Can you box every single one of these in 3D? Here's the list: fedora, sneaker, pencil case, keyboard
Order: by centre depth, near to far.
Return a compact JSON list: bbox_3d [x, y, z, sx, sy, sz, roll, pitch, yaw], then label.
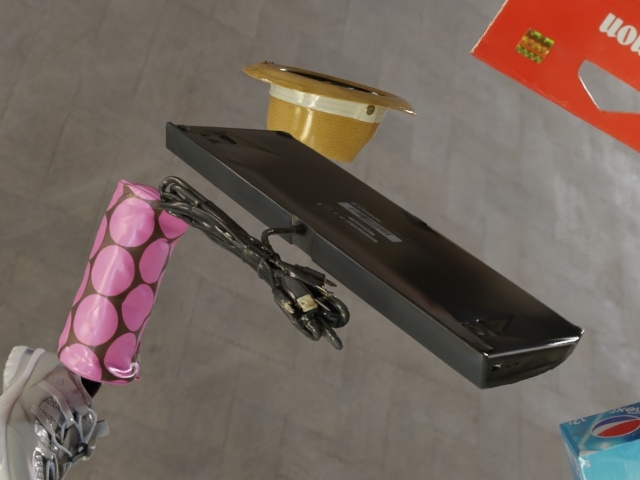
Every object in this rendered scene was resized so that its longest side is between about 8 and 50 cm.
[{"bbox_3d":[0.000,0.000,0.689,0.202,0.033,0.317,-2,28,-44],"label":"keyboard"},{"bbox_3d":[-0.274,0.196,1.103,0.115,0.105,0.281,3,30,-9],"label":"sneaker"},{"bbox_3d":[0.004,-0.130,1.127,0.194,0.079,0.194,15,12,-3],"label":"fedora"},{"bbox_3d":[-0.202,0.045,1.142,0.098,0.095,0.209,21,90,-32],"label":"pencil case"}]

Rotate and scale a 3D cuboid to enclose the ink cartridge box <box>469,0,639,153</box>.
[{"bbox_3d":[0.301,-0.185,0.895,0.275,0.238,0.060,25,21,-20],"label":"ink cartridge box"}]

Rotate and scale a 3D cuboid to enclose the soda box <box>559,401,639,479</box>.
[{"bbox_3d":[0.234,0.226,0.763,0.067,0.071,0.210,-86,159,-80],"label":"soda box"}]
